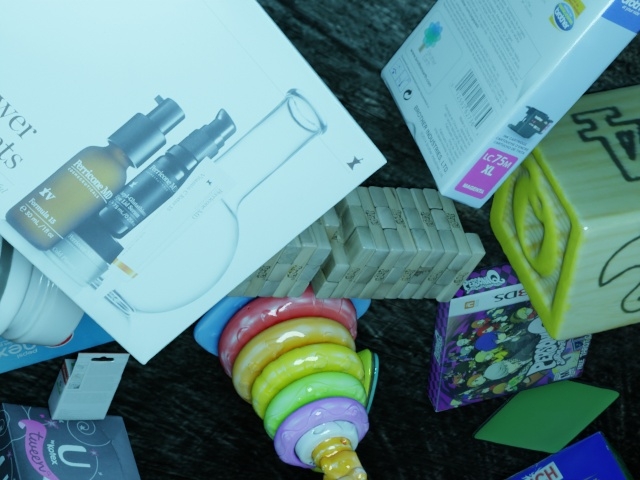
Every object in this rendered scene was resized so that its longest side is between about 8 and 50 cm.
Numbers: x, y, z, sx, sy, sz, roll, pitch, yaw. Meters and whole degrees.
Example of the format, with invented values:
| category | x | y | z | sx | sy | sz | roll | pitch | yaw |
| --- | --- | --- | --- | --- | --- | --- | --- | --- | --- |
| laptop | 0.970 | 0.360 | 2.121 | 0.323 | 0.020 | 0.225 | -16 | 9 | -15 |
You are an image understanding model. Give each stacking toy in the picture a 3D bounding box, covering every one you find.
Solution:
| category | x | y | z | sx | sy | sz | roll | pitch | yaw |
| --- | --- | --- | --- | --- | --- | --- | --- | --- | --- |
| stacking toy | -0.005 | 0.179 | 1.503 | 0.166 | 0.302 | 0.175 | -43 | 138 | 22 |

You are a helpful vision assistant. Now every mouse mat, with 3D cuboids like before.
| category | x | y | z | sx | sy | sz | roll | pitch | yaw |
| --- | --- | --- | --- | --- | --- | --- | --- | --- | --- |
| mouse mat | 0.319 | 0.244 | 1.967 | 0.189 | 0.007 | 0.153 | 16 | 127 | -39 |

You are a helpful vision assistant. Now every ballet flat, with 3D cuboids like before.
| category | x | y | z | sx | sy | sz | roll | pitch | yaw |
| --- | --- | --- | --- | --- | --- | --- | --- | --- | --- |
| ballet flat | 0.017 | 0.219 | 1.745 | 0.077 | 0.077 | 0.231 | 5 | 137 | -7 |

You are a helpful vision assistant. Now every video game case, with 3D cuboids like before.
| category | x | y | z | sx | sy | sz | roll | pitch | yaw |
| --- | --- | --- | --- | --- | --- | --- | --- | --- | --- |
| video game case | 0.244 | 0.112 | 1.754 | 0.210 | 0.042 | 0.232 | -12 | 139 | -12 |

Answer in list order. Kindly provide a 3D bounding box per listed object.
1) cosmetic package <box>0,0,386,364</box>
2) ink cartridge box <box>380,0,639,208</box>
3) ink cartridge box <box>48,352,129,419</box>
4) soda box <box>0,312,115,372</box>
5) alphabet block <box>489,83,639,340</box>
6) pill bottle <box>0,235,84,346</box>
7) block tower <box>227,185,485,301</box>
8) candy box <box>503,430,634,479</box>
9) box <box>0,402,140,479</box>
| category | x | y | z | sx | sy | sz | roll | pitch | yaw |
| --- | --- | --- | --- | --- | --- | --- | --- | --- | --- |
| cosmetic package | -0.166 | -0.114 | 1.155 | 0.284 | 0.097 | 0.377 | -41 | 122 | 2 |
| ink cartridge box | 0.189 | -0.200 | 1.266 | 0.065 | 0.186 | 0.311 | 15 | 127 | -34 |
| ink cartridge box | -0.260 | 0.155 | 1.568 | 0.062 | 0.029 | 0.115 | 3 | 133 | -28 |
| soda box | -0.314 | 0.084 | 1.432 | 0.210 | 0.067 | 0.071 | -15 | 140 | -9 |
| alphabet block | 0.315 | -0.035 | 1.508 | 0.197 | 0.193 | 0.192 | -12 | 138 | -13 |
| pill bottle | -0.358 | 0.007 | 1.252 | 0.283 | 0.161 | 0.161 | 13 | 128 | -37 |
| block tower | 0.000 | 0.000 | 1.466 | 0.335 | 0.097 | 0.091 | 4 | 141 | -27 |
| candy box | 0.368 | 0.477 | 2.004 | 0.268 | 0.317 | 0.122 | -30 | 146 | 9 |
| box | -0.291 | 0.322 | 1.567 | 0.163 | 0.247 | 0.142 | 13 | 127 | -36 |
